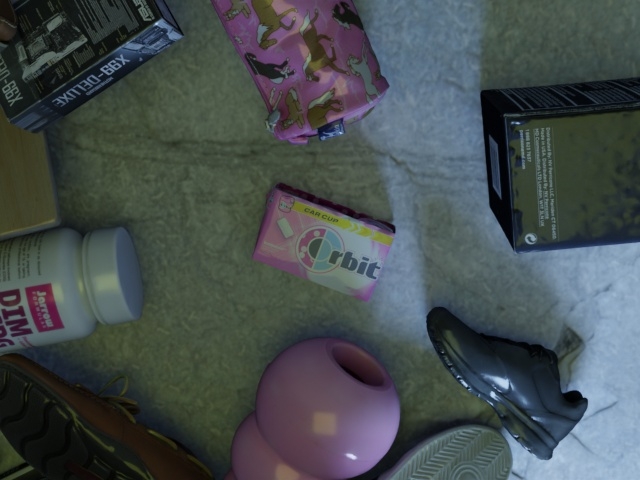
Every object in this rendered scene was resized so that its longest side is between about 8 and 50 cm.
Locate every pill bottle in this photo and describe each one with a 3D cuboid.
[{"bbox_3d":[-0.403,0.070,1.649,0.283,0.160,0.160,-11,103,5],"label":"pill bottle"}]

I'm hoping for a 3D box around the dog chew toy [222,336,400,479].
[{"bbox_3d":[-0.032,0.299,1.677,0.206,0.206,0.332,31,110,-5],"label":"dog chew toy"}]

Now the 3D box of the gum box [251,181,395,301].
[{"bbox_3d":[0.000,0.000,1.667,0.188,0.062,0.107,20,103,-3],"label":"gum box"}]

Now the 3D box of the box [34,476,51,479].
[{"bbox_3d":[-0.431,0.455,1.769,0.220,0.051,0.175,-20,101,7],"label":"box"}]

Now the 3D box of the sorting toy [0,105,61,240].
[{"bbox_3d":[-0.487,-0.106,1.605,0.255,0.089,0.257,-14,76,4],"label":"sorting toy"}]

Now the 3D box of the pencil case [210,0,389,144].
[{"bbox_3d":[-0.061,-0.316,1.548,0.160,0.167,0.386,-19,104,40],"label":"pencil case"}]

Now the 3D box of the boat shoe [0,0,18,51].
[{"bbox_3d":[-0.455,-0.376,1.471,0.104,0.111,0.307,-39,74,10],"label":"boat shoe"}]

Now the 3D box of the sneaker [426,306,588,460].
[{"bbox_3d":[0.266,0.182,1.690,0.130,0.109,0.286,-45,107,5],"label":"sneaker"}]

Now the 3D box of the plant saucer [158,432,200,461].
[{"bbox_3d":[-0.254,0.364,1.782,0.168,0.029,0.168,1,104,2],"label":"plant saucer"}]

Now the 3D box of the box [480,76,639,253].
[{"bbox_3d":[0.369,-0.107,1.506,0.294,0.296,0.183,-6,103,4],"label":"box"}]

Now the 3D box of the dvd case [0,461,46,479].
[{"bbox_3d":[-0.459,0.442,1.809,0.238,0.029,0.179,-27,100,8],"label":"dvd case"}]

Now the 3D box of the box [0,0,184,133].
[{"bbox_3d":[-0.355,-0.332,1.536,0.242,0.076,0.307,-33,76,9],"label":"box"}]

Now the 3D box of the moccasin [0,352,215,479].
[{"bbox_3d":[-0.308,0.282,1.691,0.380,0.147,0.139,31,116,-6],"label":"moccasin"}]

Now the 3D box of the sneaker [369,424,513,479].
[{"bbox_3d":[0.118,0.379,1.715,0.350,0.148,0.131,-26,84,-23],"label":"sneaker"}]
